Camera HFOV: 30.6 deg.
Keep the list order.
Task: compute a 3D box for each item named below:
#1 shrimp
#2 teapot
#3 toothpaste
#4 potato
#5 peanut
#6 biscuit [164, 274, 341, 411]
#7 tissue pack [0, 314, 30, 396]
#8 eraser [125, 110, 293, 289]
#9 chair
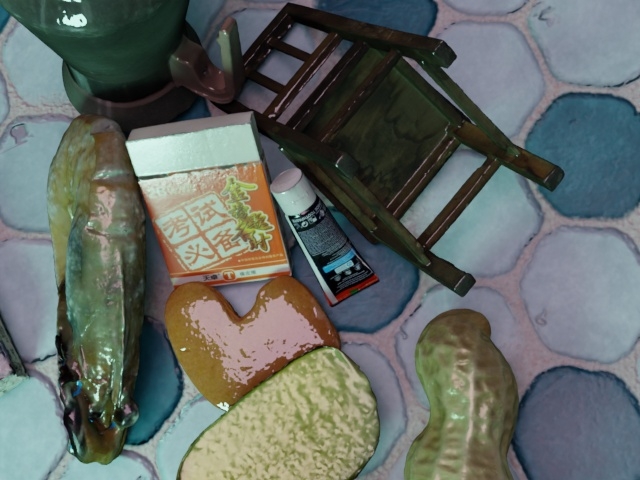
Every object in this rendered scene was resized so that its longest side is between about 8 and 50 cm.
[{"bbox_3d":[-0.294,0.059,1.476,0.221,0.110,0.445,-11,79,53],"label":"shrimp"},{"bbox_3d":[-0.234,-0.288,1.421,0.300,0.344,0.253,26,73,11],"label":"teapot"},{"bbox_3d":[0.000,0.000,1.436,0.071,0.193,0.045,-31,32,4],"label":"toothpaste"},{"bbox_3d":[-0.049,0.258,1.406,0.272,0.111,0.160,-40,81,-14],"label":"potato"},{"bbox_3d":[0.166,0.227,1.370,0.136,0.120,0.298,0,76,6],"label":"peanut"},{"bbox_3d":[-0.090,0.112,1.468,0.192,0.036,0.186,-30,84,3],"label":"biscuit"},{"bbox_3d":[-0.508,0.118,1.540,0.173,0.073,0.235,-30,75,3],"label":"tissue pack"},{"bbox_3d":[-0.133,-0.044,1.445,0.157,0.230,0.038,-7,34,9],"label":"eraser"},{"bbox_3d":[0.062,-0.130,1.444,0.241,0.416,0.203,40,87,-29],"label":"chair"}]
